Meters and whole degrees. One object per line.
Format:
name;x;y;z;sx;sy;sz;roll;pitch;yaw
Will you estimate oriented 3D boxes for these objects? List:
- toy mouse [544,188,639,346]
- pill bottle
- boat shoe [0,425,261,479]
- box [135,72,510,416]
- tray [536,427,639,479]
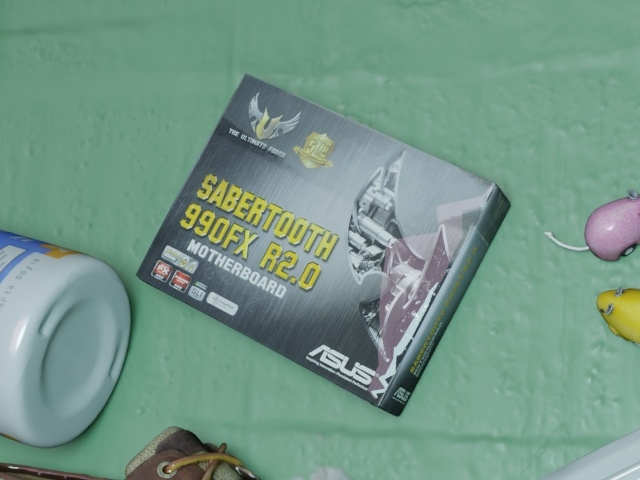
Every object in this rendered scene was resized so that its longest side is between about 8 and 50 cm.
toy mouse;0.240;0.002;0.995;0.161;0.031;0.143;32;86;27
pill bottle;-0.300;0.055;1.120;0.272;0.152;0.152;15;81;24
boat shoe;-0.104;0.195;1.019;0.342;0.123;0.123;-6;82;26
box;0.000;0.000;1.075;0.231;0.056;0.183;27;86;25
tray;0.230;0.195;0.946;0.270;0.030;0.145;-29;68;11
